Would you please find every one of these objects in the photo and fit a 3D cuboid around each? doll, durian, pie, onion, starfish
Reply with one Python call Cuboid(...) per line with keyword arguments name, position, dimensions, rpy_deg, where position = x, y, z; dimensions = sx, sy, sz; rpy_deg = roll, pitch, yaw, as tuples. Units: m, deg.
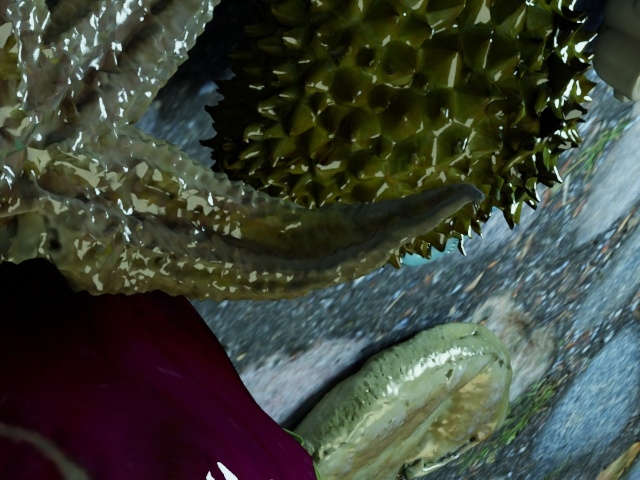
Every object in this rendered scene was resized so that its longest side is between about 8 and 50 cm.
Cuboid(name="doll", position=(0.325, -0.230, 1.436), dimensions=(0.154, 0.119, 0.278), rpy_deg=(-13, 135, -54))
Cuboid(name="durian", position=(0.047, -0.109, 1.065), dimensions=(0.293, 0.258, 0.258), rpy_deg=(-80, -163, -59))
Cuboid(name="pie", position=(0.056, 0.208, 1.735), dimensions=(0.337, 0.075, 0.337), rpy_deg=(-29, 147, -21))
Cuboid(name="onion", position=(-0.166, 0.090, 0.961), dimensions=(0.398, 0.398, 0.420), rpy_deg=(27, 78, -63))
Cuboid(name="starfish", position=(-0.111, -0.078, 0.790), dimensions=(0.398, 0.132, 0.383), rpy_deg=(12, 86, -36))

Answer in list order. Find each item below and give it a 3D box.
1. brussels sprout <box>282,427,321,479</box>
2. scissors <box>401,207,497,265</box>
Cuboid(name="brussels sprout", position=(-0.078, 0.211, 1.491), dimensions=(0.152, 0.122, 0.149), rpy_deg=(15, 117, -21))
Cuboid(name="scissors", position=(0.083, -0.073, 1.401), dimensions=(0.180, 0.032, 0.393), rpy_deg=(-48, 154, 6))
